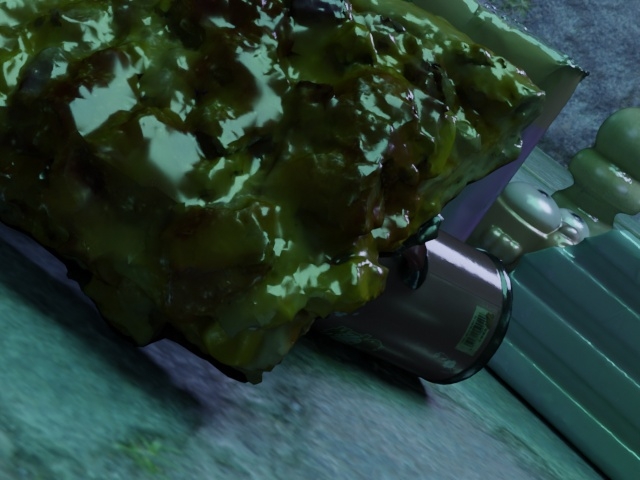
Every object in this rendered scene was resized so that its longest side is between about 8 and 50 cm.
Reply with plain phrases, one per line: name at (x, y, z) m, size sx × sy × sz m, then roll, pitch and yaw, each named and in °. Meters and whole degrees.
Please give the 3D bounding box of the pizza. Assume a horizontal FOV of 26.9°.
pizza at (-0.064, -0.059, 0.764) m, size 0.409 × 0.114 × 0.277 m, roll 5°, pitch 58°, yaw -8°

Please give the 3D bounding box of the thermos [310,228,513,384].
thermos at (-0.006, 0.006, 0.915) m, size 0.330 × 0.109 × 0.136 m, roll 26°, pitch 8°, yaw -37°

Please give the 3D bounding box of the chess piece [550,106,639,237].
chess piece at (0.374, -0.062, 1.785) m, size 0.144 × 0.251 × 0.144 m, roll 35°, pitch 13°, yaw -9°

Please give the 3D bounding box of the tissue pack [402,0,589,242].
tissue pack at (0.087, -0.115, 1.240) m, size 0.215 × 0.256 × 0.123 m, roll 37°, pitch 17°, yaw 7°

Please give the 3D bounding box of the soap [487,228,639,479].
soap at (0.285, 0.115, 1.150) m, size 0.289 × 0.173 × 0.095 m, roll 42°, pitch 13°, yaw 25°

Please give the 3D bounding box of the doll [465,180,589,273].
doll at (0.259, 0.046, 1.446) m, size 0.154 × 0.119 × 0.278 m, roll 16°, pitch 29°, yaw -47°
